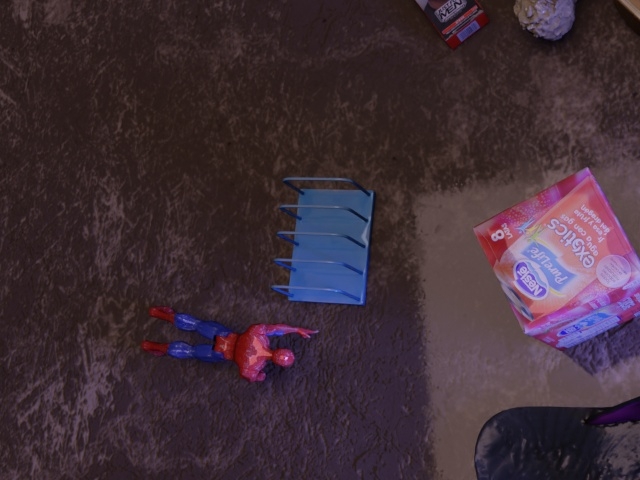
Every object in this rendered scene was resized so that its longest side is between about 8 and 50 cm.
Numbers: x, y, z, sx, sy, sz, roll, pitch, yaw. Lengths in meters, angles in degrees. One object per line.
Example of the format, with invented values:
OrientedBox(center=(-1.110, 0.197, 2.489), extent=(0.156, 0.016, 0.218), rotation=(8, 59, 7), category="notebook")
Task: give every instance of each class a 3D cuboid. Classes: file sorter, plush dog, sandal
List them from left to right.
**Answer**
OrientedBox(center=(0.000, 0.000, 1.587), extent=(0.118, 0.104, 0.170), rotation=(2, 80, 22), category="file sorter")
OrientedBox(center=(0.316, -0.437, 1.491), extent=(0.211, 0.225, 0.262), rotation=(-26, 71, 14), category="plush dog")
OrientedBox(center=(0.388, 0.258, 1.337), extent=(0.446, 0.107, 0.167), rotation=(-14, 65, 29), category="sandal")

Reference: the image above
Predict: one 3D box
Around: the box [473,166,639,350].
OrientedBox(center=(0.310, 0.035, 1.353), extent=(0.154, 0.300, 0.142), rotation=(-29, 72, 15), category="box")

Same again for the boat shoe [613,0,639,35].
OrientedBox(center=(0.475, -0.290, 1.492), extent=(0.170, 0.063, 0.059), rotation=(43, 93, 14), category="boat shoe")

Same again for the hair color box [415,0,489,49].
OrientedBox(center=(0.179, -0.359, 1.627), extent=(0.072, 0.043, 0.141), rotation=(-38, 68, 11), category="hair color box")

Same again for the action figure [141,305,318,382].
OrientedBox(center=(-0.121, 0.156, 1.619), extent=(0.280, 0.139, 0.091), rotation=(7, 84, 45), category="action figure")
